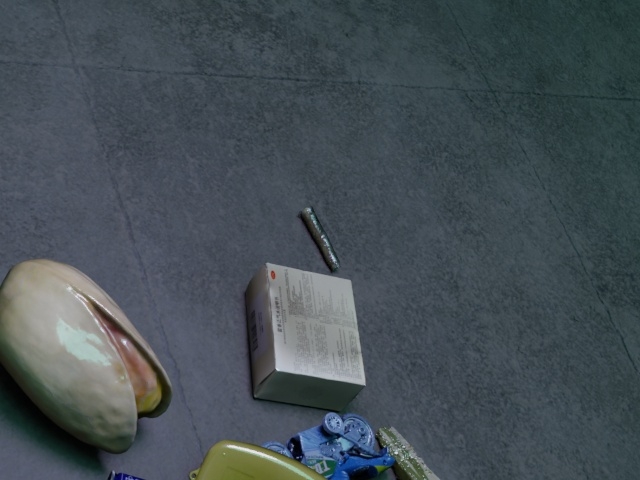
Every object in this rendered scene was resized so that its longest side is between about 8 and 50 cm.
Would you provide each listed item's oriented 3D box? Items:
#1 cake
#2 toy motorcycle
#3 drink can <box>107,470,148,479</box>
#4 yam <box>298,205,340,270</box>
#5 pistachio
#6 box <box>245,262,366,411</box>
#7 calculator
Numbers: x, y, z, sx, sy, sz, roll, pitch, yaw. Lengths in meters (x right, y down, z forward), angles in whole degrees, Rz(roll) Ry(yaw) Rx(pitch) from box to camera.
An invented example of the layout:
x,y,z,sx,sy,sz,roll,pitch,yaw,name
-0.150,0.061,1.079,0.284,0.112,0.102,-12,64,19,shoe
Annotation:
x,y,z,sx,sy,sz,roll,pitch,yaw,name
0.136,0.365,2.014,0.051,0.055,0.140,-9,43,-36,cake
0.012,0.346,1.901,0.254,0.092,0.135,-12,69,-46,toy motorcycle
-0.190,0.394,1.704,0.235,0.097,0.097,17,47,-10,drink can
0.000,0.000,2.225,0.027,0.033,0.129,12,48,-62,yam
-0.342,0.155,1.756,0.299,0.187,0.187,45,44,1,pistachio
-0.028,0.158,2.024,0.168,0.095,0.212,14,48,-25,box
-0.083,0.385,1.793,0.236,0.033,0.157,24,82,-8,calculator
